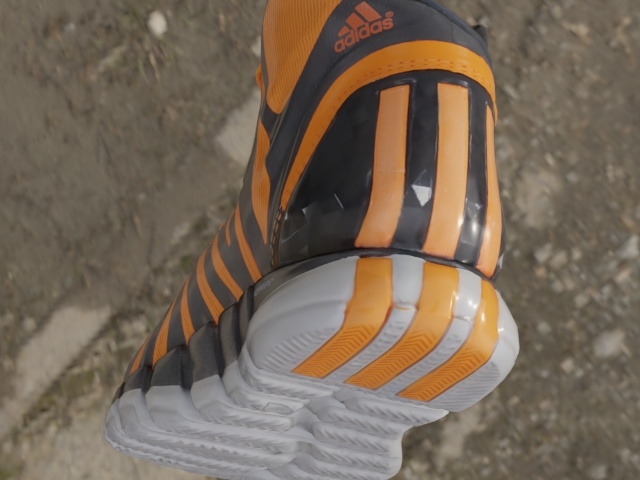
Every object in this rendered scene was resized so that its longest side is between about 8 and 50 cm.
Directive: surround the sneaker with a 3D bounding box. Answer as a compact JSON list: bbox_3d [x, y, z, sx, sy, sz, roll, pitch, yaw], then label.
[{"bbox_3d":[0.000,0.000,0.684,0.125,0.180,0.321,15,156,-20],"label":"sneaker"}]
